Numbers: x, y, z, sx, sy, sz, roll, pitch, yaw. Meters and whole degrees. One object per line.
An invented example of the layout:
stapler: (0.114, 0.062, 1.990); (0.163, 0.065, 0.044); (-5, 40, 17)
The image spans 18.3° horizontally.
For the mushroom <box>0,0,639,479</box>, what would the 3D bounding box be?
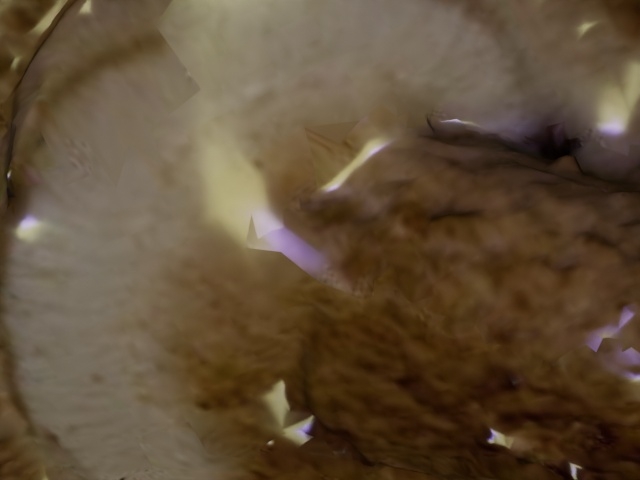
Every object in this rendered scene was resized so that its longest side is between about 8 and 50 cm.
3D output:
mushroom: (-0.002, -0.014, 0.597); (0.345, 0.239, 0.345); (3, 108, 9)
